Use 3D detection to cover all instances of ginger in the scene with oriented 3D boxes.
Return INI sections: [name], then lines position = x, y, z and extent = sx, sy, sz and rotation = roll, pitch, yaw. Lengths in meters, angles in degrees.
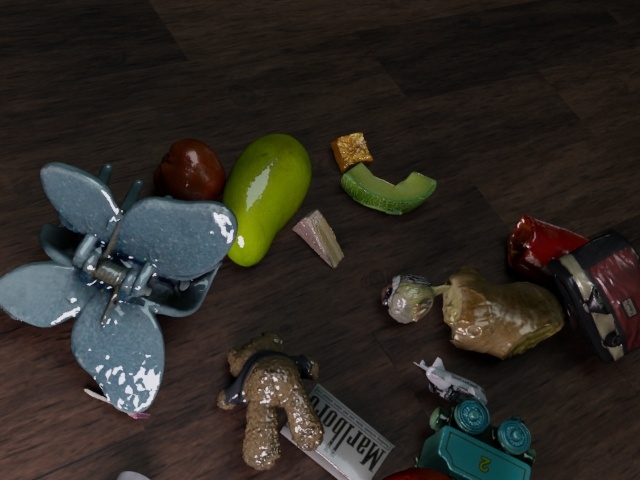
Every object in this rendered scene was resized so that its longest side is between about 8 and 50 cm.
[ginger]
position = 0.362, 0.139, 1.821
extent = 0.276, 0.130, 0.221
rotation = -21, 57, -42

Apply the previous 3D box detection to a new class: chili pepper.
[chili pepper]
position = 0.586, 0.057, 1.987
extent = 0.338, 0.131, 0.134
rotation = 16, 22, -9

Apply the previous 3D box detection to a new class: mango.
[mango]
position = -0.114, -0.086, 1.748
extent = 0.143, 0.175, 0.293
rotation = 4, 54, 29

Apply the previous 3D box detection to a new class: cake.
[cake]
position = 0.000, 0.000, 1.819
extent = 0.052, 0.065, 0.121
rotation = -39, 100, -41

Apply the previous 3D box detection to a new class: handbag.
[handbag]
position = 0.591, 0.124, 1.846
extent = 0.254, 0.181, 0.181
rotation = 59, 7, -17

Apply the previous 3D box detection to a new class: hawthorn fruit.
[hawthorn fruit]
position = -0.246, -0.123, 1.728
extent = 0.138, 0.133, 0.132
rotation = 36, 46, -17

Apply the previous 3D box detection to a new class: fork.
[fork]
position = -0.334, 0.268, 1.459
extent = 0.115, 0.016, 0.012
rotation = 25, 26, -6

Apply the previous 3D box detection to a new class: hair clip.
[hair clip]
position = -0.325, 0.026, 1.481
extent = 0.318, 0.392, 0.238
rotation = 26, 19, -2

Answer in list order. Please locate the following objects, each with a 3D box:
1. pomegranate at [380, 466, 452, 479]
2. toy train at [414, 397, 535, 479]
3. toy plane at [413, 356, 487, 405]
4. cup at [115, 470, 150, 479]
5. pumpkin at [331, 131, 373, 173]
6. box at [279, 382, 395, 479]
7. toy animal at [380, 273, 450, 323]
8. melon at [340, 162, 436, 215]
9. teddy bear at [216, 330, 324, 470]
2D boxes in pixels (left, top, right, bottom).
[pomegranate]
position = 0.163, 0.475, 1.409
extent = 0.235, 0.210, 0.210
rotation = 45, 49, 12
[toy train]
position = 0.280, 0.386, 1.599
extent = 0.203, 0.112, 0.163
rotation = 25, 53, -3
[toy plane]
position = 0.254, 0.277, 1.682
extent = 0.171, 0.162, 0.065
rotation = 41, 81, -28
[cup]
position = -0.310, 0.408, 1.334
extent = 0.104, 0.074, 0.116
rotation = 5, 43, 14
[pumpkin]
position = 0.068, -0.195, 1.986
extent = 0.074, 0.054, 0.083
rotation = -14, 71, -15
[box]
position = 0.032, 0.346, 1.560
extent = 0.177, 0.036, 0.115
rotation = 38, 49, 5
[toy animal]
position = 0.184, 0.104, 1.778
extent = 0.137, 0.098, 0.098
rotation = -30, 71, -25
[melon]
position = 0.144, -0.112, 1.953
extent = 0.210, 0.064, 0.118
rotation = 19, 50, -8
[teddy bear]
position = -0.080, 0.246, 1.499
extent = 0.182, 0.129, 0.251
rotation = -11, 42, -18
